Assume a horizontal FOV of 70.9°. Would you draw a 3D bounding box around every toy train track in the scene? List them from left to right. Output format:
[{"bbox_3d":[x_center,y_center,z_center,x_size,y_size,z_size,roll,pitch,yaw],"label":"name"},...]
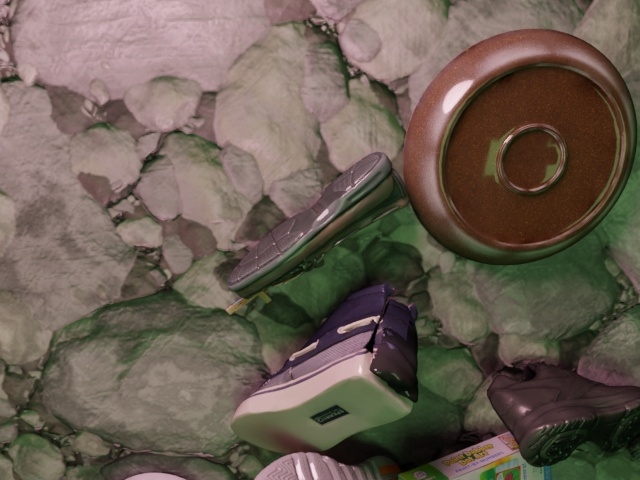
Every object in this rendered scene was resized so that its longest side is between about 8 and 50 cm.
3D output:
[{"bbox_3d":[-0.103,0.079,0.649,0.083,0.014,0.048,-36,111,16],"label":"toy train track"}]

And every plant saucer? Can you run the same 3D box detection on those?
[{"bbox_3d":[0.264,-0.106,0.579,0.310,0.050,0.311,0,108,0],"label":"plant saucer"}]

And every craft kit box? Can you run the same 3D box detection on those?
[{"bbox_3d":[0.242,0.438,0.671,0.246,0.061,0.250,-8,95,-25],"label":"craft kit box"}]

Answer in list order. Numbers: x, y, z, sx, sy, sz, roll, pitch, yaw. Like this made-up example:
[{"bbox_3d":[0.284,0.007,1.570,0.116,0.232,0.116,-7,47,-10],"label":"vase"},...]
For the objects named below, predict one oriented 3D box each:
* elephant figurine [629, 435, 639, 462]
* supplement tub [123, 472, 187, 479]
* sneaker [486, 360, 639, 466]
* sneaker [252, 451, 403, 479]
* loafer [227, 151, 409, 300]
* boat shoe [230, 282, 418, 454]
[{"bbox_3d":[0.580,0.240,0.644,0.239,0.169,0.186,-12,78,19],"label":"elephant figurine"},{"bbox_3d":[-0.275,0.525,0.619,0.235,0.325,0.236,0,107,0],"label":"supplement tub"},{"bbox_3d":[0.370,0.232,0.655,0.286,0.130,0.109,8,115,-27],"label":"sneaker"},{"bbox_3d":[-0.013,0.399,0.635,0.180,0.125,0.321,-43,135,19],"label":"sneaker"},{"bbox_3d":[0.000,0.000,0.587,0.267,0.096,0.084,-39,113,7],"label":"loafer"},{"bbox_3d":[0.007,0.188,0.638,0.127,0.158,0.340,42,130,-18],"label":"boat shoe"}]
